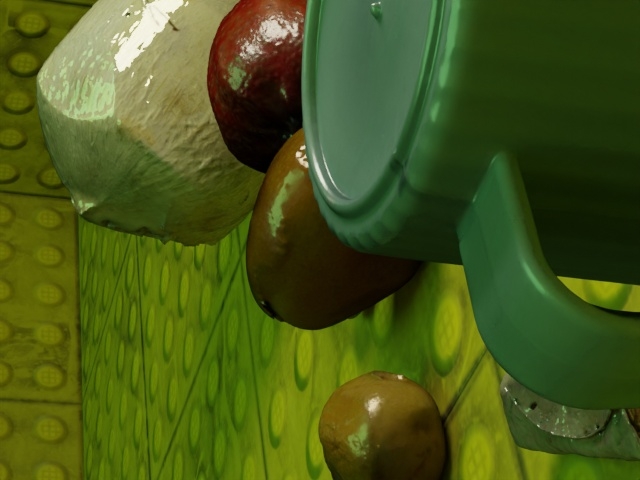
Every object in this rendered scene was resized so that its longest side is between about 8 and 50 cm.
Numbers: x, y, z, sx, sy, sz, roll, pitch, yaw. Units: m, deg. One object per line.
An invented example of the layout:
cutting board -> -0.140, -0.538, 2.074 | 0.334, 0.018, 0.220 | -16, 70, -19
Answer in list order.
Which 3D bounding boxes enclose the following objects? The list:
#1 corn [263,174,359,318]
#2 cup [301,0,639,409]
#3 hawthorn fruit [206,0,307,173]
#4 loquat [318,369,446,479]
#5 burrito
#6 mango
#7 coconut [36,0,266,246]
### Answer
corn -> 0.000, 0.000, 1.596 | 0.068, 0.068, 0.207 | -119, 4, -62
cup -> 0.165, -0.067, 0.772 | 0.257, 0.311, 0.331 | 148, 126, -70
hawthorn fruit -> -0.024, -0.190, 1.645 | 0.249, 0.215, 0.215 | -89, 15, -48
loquat -> 0.059, 0.191, 1.405 | 0.137, 0.113, 0.137 | 12, 106, 49
burrito -> 0.186, 0.117, 1.075 | 0.226, 0.060, 0.087 | 157, 112, -70
mango -> 0.005, -0.015, 1.480 | 0.136, 0.166, 0.236 | 45, 131, 45
coconut -> -0.193, -0.165, 1.945 | 0.360, 0.346, 0.346 | -50, 15, -8
